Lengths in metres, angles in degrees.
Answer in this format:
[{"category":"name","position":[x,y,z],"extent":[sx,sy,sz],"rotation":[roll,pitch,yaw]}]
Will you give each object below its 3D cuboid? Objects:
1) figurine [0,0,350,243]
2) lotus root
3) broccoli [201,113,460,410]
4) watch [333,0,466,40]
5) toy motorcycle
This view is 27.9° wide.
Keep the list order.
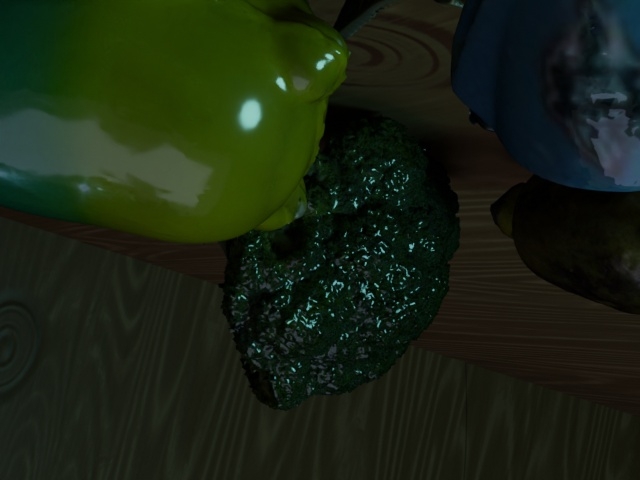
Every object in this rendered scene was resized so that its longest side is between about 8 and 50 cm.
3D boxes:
[{"category":"figurine","position":[-0.155,-0.114,0.838],"extent":[0.340,0.231,0.323],"rotation":[18,142,3]},{"category":"lotus root","position":[0.270,-0.007,1.124],"extent":[0.169,0.141,0.314],"rotation":[26,166,-35]},{"category":"broccoli","position":[0.000,0.000,1.262],"extent":[0.283,0.304,0.321],"rotation":[35,155,26]},{"category":"watch","position":[0.113,-0.141,0.790],"extent":[0.165,0.102,0.268],"rotation":[14,178,-13]},{"category":"toy motorcycle","position":[0.151,-0.100,0.514],"extent":[0.172,0.232,0.416],"rotation":[3,167,26]}]
